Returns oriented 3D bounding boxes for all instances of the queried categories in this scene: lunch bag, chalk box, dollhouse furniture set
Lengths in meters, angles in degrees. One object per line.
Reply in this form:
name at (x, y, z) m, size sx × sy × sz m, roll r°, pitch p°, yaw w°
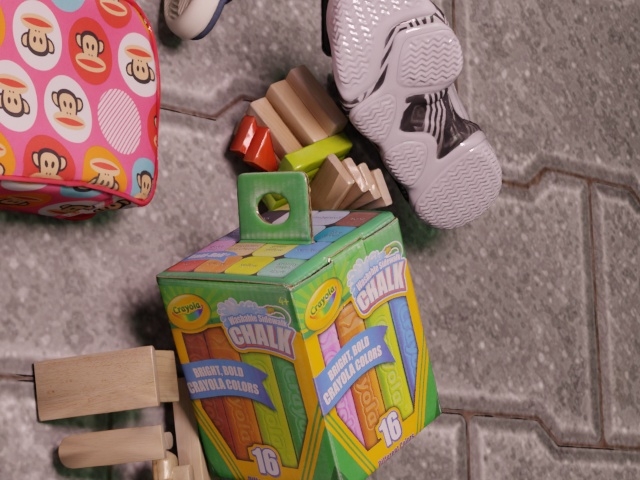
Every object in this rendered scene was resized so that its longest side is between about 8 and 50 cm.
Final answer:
lunch bag at (-0.272, -0.161, 1.351) m, size 0.293 × 0.120 × 0.258 m, roll 13°, pitch 72°, yaw -56°
chalk box at (-0.025, 0.075, 1.418) m, size 0.179 × 0.180 × 0.289 m, roll -33°, pitch 115°, yaw -44°
dollhouse furniture set at (-0.189, 0.185, 1.439) m, size 0.151 × 0.123 × 0.144 m, roll 20°, pitch 63°, yaw -74°

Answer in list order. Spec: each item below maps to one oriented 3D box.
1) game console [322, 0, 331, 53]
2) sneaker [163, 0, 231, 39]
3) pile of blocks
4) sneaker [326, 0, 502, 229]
game console at (0.050, -0.272, 1.755) m, size 0.107 × 0.071 × 0.122 m, roll 1°, pitch 77°, yaw -9°
sneaker at (-0.052, -0.338, 1.606) m, size 0.148 × 0.131 × 0.350 m, roll 36°, pitch 59°, yaw -24°
pile of blocks at (0.000, 0.000, 1.561) m, size 0.112 × 0.149 × 0.362 m, roll -26°, pitch 96°, yaw -34°
sneaker at (0.074, -0.186, 1.594) m, size 0.366 × 0.137 × 0.210 m, roll 59°, pitch 1°, yaw -45°
